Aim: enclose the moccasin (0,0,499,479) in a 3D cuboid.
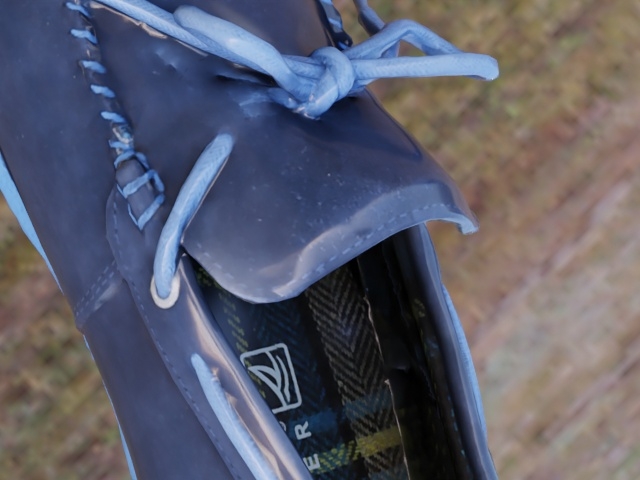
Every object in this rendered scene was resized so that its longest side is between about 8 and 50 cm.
[{"bbox_3d":[0.000,0.000,0.553,0.138,0.342,0.117,-24,-175,-39],"label":"moccasin"}]
